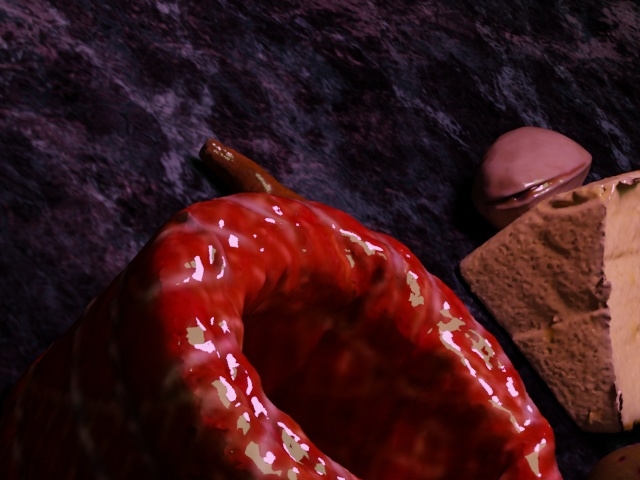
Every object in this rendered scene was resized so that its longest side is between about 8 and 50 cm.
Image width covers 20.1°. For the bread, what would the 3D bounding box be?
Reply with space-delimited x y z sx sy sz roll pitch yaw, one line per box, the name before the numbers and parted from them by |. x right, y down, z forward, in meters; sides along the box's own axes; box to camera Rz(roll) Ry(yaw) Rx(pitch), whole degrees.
bread | 0.321 0.056 1.808 0.263 0.198 0.236 -11 67 -56

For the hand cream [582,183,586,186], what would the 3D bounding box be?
hand cream | 0.335 0.000 2.055 0.163 0.039 0.062 50 12 6

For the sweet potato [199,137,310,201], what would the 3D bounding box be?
sweet potato | 0.001 -0.001 1.592 0.265 0.057 0.057 38 28 -8

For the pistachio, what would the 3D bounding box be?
pistachio | 0.217 -0.060 1.895 0.185 0.126 0.108 -33 110 -57

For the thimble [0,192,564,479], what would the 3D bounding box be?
thimble | -0.024 0.143 1.179 0.350 0.230 0.350 31 32 -23

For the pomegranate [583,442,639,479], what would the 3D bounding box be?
pomegranate | 0.305 0.251 1.534 0.179 0.179 0.210 53 17 16
